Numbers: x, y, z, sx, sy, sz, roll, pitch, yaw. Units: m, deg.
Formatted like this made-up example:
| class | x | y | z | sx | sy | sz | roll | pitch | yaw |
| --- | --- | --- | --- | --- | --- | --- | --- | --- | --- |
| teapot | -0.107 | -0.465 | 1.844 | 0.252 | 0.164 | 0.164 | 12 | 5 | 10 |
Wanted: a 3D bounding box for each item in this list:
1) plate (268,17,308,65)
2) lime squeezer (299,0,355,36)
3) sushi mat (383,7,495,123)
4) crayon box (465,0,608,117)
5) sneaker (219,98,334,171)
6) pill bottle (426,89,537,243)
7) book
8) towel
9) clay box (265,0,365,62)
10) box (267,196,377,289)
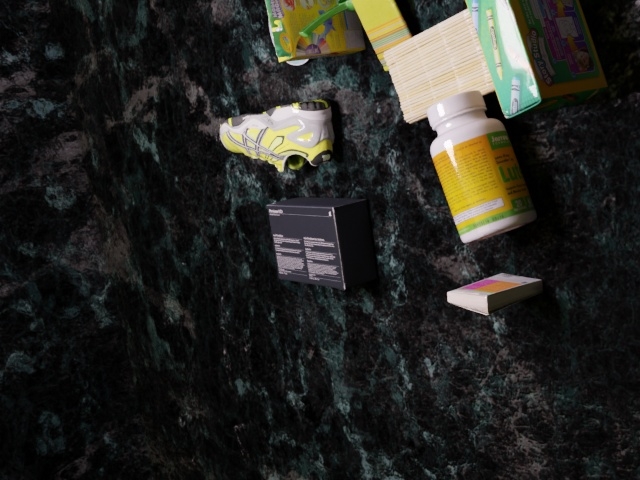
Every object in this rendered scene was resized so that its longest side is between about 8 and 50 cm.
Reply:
| class | x | y | z | sx | sy | sz | roll | pitch | yaw |
| --- | --- | --- | --- | --- | --- | --- | --- | --- | --- |
| plate | -0.054 | -0.485 | 1.943 | 0.188 | 0.024 | 0.188 | 25 | 122 | 47 |
| lime squeezer | 0.048 | -0.527 | 1.728 | 0.059 | 0.110 | 0.310 | 2 | 73 | 70 |
| sushi mat | 0.239 | -0.320 | 1.578 | 0.316 | 0.019 | 0.151 | -15 | 97 | 54 |
| crayon box | 0.323 | -0.340 | 1.350 | 0.081 | 0.165 | 0.278 | -22 | 84 | 55 |
| sneaker | -0.112 | -0.227 | 2.017 | 0.385 | 0.145 | 0.147 | -2 | 100 | 56 |
| pill bottle | 0.272 | -0.129 | 1.523 | 0.136 | 0.136 | 0.245 | -26 | 81 | 55 |
| book | 0.308 | 0.089 | 1.547 | 0.096 | 0.144 | 0.035 | 11 | 111 | 53 |
| towel | 0.111 | -0.445 | 1.673 | 0.102 | 0.021 | 0.237 | -10 | 112 | 52 |
| clay box | -0.019 | -0.429 | 1.741 | 0.053 | 0.222 | 0.127 | -6 | 97 | 55 |
| box | 0.000 | 0.000 | 1.981 | 0.261 | 0.103 | 0.184 | 6 | 110 | 54 |
